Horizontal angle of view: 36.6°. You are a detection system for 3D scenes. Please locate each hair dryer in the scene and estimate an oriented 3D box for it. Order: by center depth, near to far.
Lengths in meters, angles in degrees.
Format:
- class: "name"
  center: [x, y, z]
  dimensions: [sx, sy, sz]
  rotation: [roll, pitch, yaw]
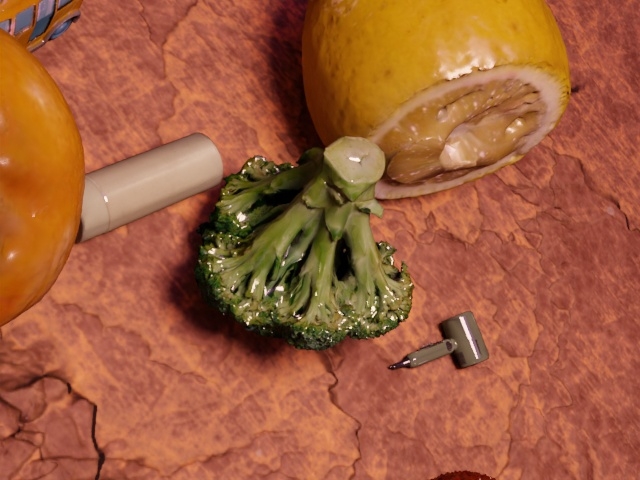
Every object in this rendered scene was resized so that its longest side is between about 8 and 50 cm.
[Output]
- class: "hair dryer"
  center: [0.154, 0.147, 1.288]
  dimensions: [0.150, 0.047, 0.071]
  rotation: [-16, 79, -31]

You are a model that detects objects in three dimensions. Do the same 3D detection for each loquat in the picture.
- class: "loquat"
  center: [-0.372, -0.056, 0.869]
  dimensions: [0.328, 0.328, 0.328]
  rotation: [14, 62, -27]

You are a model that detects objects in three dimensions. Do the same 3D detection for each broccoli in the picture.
- class: "broccoli"
  center: [0.000, 0.000, 1.111]
  dimensions: [0.269, 0.269, 0.254]
  rotation: [24, 43, -22]

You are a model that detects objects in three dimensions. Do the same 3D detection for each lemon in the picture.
- class: "lemon"
  center: [0.133, -0.252, 1.274]
  dimensions: [0.364, 0.364, 0.364]
  rotation: [14, 62, -27]

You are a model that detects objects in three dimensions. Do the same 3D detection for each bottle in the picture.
- class: "bottle"
  center: [-0.211, -0.063, 1.127]
  dimensions: [0.201, 0.072, 0.072]
  rotation: [-27, 85, -38]

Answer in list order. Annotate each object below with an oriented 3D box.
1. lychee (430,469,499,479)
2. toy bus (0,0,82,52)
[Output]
- class: "lychee"
  center: [0.173, 0.336, 1.161]
  dimensions: [0.129, 0.123, 0.123]
  rotation: [13, 62, -20]
- class: "toy bus"
  center: [-0.359, -0.282, 1.090]
  dimensions: [0.126, 0.136, 0.209]
  rotation: [48, 53, -5]
